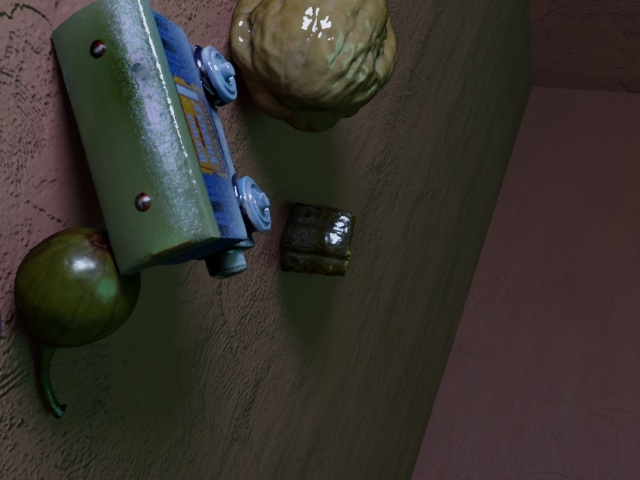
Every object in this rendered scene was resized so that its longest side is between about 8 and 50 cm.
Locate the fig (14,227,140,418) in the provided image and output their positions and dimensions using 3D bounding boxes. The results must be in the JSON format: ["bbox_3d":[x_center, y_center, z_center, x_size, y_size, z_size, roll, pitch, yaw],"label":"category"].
[{"bbox_3d":[-0.270,0.093,0.759,0.124,0.124,0.236,-31,151,-59],"label":"fig"}]

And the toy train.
[{"bbox_3d":[-0.156,-0.105,0.768,0.202,0.131,0.299,7,63,-73],"label":"toy train"}]

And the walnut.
[{"bbox_3d":[-0.007,-0.292,1.029,0.224,0.257,0.257,123,-8,-63],"label":"walnut"}]

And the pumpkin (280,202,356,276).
[{"bbox_3d":[-0.003,0.000,1.272,0.248,0.126,0.131,49,44,-83],"label":"pumpkin"}]
